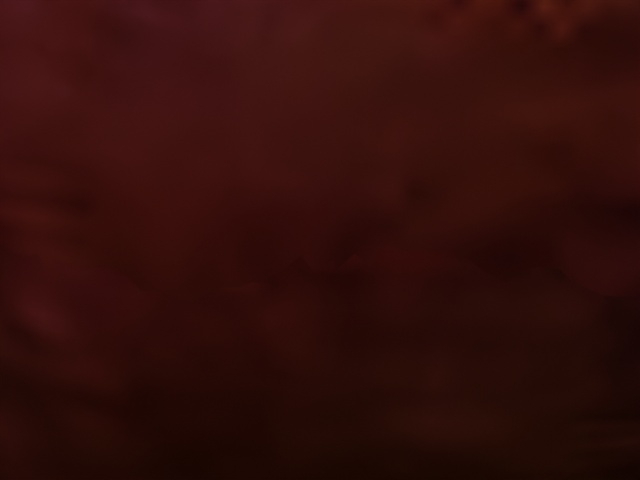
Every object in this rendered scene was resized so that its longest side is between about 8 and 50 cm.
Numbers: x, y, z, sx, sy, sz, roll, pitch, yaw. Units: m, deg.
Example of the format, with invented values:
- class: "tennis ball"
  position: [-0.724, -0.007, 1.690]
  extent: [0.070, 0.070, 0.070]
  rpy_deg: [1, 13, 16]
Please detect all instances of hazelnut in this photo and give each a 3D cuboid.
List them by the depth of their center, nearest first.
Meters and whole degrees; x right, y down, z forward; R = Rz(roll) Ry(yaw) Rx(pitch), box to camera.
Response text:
- class: "hazelnut"
  position: [-0.012, -0.088, 0.519]
  extent: [0.421, 0.352, 0.421]
  rpy_deg: [-19, 17, 6]
